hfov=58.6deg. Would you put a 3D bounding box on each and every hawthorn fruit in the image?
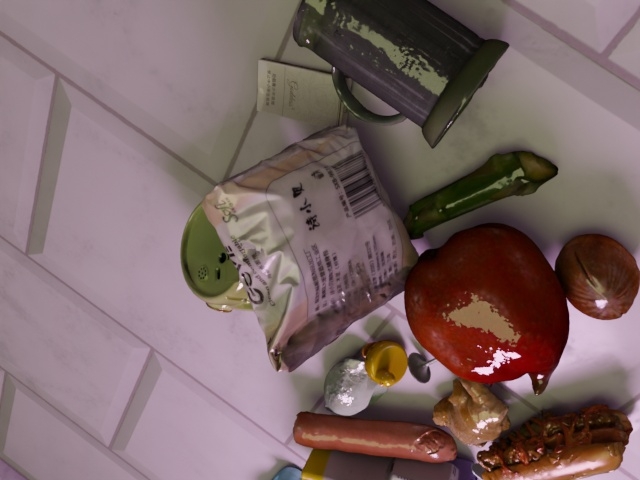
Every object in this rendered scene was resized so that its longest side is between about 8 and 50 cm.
[{"bbox_3d":[0.305,0.111,1.052,0.311,0.294,0.295,27,131,43],"label":"hawthorn fruit"}]

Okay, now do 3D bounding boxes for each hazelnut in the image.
[{"bbox_3d":[0.491,0.070,1.026,0.150,0.150,0.151,12,122,20],"label":"hazelnut"}]

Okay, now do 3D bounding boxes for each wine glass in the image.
[{"bbox_3d":[0.289,0.249,1.267,0.079,0.079,0.195,47,128,-5],"label":"wine glass"}]

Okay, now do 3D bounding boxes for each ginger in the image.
[{"bbox_3d":[0.345,0.403,1.312,0.157,0.102,0.216,32,138,10],"label":"ginger"}]

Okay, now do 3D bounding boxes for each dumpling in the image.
[{"bbox_3d":[0.079,0.380,1.426,0.152,0.108,0.219,28,131,10],"label":"dumpling"}]

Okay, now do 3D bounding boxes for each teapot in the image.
[{"bbox_3d":[0.108,-0.317,0.973,0.337,0.200,0.270,37,145,5],"label":"teapot"}]

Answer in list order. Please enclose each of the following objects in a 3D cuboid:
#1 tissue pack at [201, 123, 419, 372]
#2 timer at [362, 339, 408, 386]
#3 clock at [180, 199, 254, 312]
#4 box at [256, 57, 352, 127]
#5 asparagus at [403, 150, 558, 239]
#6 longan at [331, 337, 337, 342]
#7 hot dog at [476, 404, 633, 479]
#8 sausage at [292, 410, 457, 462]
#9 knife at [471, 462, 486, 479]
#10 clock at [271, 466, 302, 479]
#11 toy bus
[{"bbox_3d":[0.000,0.000,1.067,0.195,0.389,0.376,-12,105,58],"label":"tissue pack"},{"bbox_3d":[0.157,0.288,1.329,0.109,0.107,0.107,9,129,64],"label":"timer"},{"bbox_3d":[-0.194,0.020,1.267,0.348,0.117,0.287,-11,77,39],"label":"clock"},{"bbox_3d":[-0.037,-0.294,1.146,0.198,0.029,0.109,17,124,18],"label":"box"},{"bbox_3d":[0.273,-0.082,1.088,0.342,0.082,0.085,-23,145,35],"label":"asparagus"},{"bbox_3d":[-0.034,0.157,1.307,0.212,0.198,0.198,-25,104,34],"label":"longan"},{"bbox_3d":[0.495,0.445,1.237,0.348,0.158,0.117,-35,86,40],"label":"hot dog"},{"bbox_3d":[0.128,0.490,1.424,0.418,0.094,0.094,-1,110,22],"label":"sausage"},{"bbox_3d":[0.470,0.620,1.378,0.331,0.080,0.044,46,130,-14],"label":"knife"},{"bbox_3d":[-0.086,0.841,1.778,0.223,0.094,0.274,40,126,2],"label":"clock"},{"bbox_3d":[0.187,0.650,1.466,0.439,0.209,0.250,8,120,23],"label":"toy bus"}]
